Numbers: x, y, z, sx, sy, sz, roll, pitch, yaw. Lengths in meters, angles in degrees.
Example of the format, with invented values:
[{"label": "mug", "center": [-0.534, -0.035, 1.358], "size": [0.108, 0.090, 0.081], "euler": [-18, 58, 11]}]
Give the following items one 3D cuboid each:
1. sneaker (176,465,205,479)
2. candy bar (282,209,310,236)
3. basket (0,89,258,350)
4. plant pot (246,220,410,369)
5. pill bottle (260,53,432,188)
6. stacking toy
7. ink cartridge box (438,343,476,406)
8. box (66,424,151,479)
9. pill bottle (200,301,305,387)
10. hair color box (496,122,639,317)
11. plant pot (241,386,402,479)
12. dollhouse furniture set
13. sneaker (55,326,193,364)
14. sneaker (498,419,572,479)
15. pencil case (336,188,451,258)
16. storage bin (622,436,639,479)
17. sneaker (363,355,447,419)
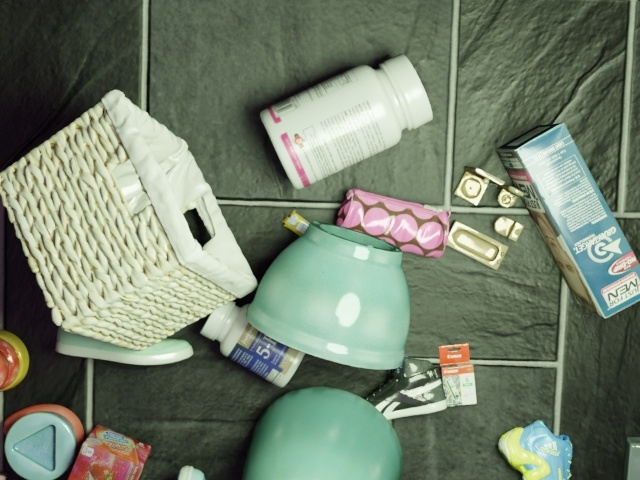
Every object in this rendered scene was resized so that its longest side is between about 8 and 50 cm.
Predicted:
[{"label": "sneaker", "center": [-0.169, 0.572, 1.867], "size": [0.208, 0.127, 0.318], "euler": [-4, 105, 0]}, {"label": "candy bar", "center": [0.000, 0.000, 1.872], "size": [0.161, 0.018, 0.040], "euler": [35, 90, -4]}, {"label": "basket", "center": [-0.321, -0.017, 1.674], "size": [0.266, 0.331, 0.328], "euler": [-31, 72, 7]}, {"label": "plant pot", "center": [0.036, 0.082, 1.736], "size": [0.293, 0.293, 0.196], "euler": [17, 98, -3]}, {"label": "pill bottle", "center": [0.048, -0.220, 1.783], "size": [0.283, 0.160, 0.160], "euler": [-25, 95, 1]}, {"label": "stacking toy", "center": [-0.620, 0.357, 1.828], "size": [0.279, 0.130, 0.309], "euler": [-39, 95, 1]}, {"label": "ink cartridge box", "center": [0.264, 0.260, 1.898], "size": [0.063, 0.029, 0.115], "euler": [-6, 96, -1]}, {"label": "box", "center": [-0.426, 0.496, 1.847], "size": [0.123, 0.128, 0.256], "euler": [23, 94, -4]}, {"label": "pill bottle", "center": [-0.125, 0.184, 1.838], "size": [0.187, 0.112, 0.112], "euler": [30, 93, -4]}, {"label": "hair color box", "center": [0.462, -0.040, 1.806], "size": [0.105, 0.174, 0.347], "euler": [-30, 95, 2]}, {"label": "plant pot", "center": [-0.010, 0.445, 1.762], "size": [0.293, 0.235, 0.292], "euler": [3, 109, 10]}, {"label": "dollhouse furniture set", "center": [0.309, -0.038, 1.826], "size": [0.144, 0.123, 0.151], "euler": [27, 94, -4]}, {"label": "sneaker", "center": [-0.361, 0.149, 1.837], "size": [0.256, 0.094, 0.151], "euler": [7, 92, -4]}, {"label": "sneaker", "center": [0.455, 0.452, 1.891], "size": [0.126, 0.091, 0.240], "euler": [-36, 94, 1]}, {"label": "pencil case", "center": [0.137, -0.037, 1.839], "size": [0.209, 0.095, 0.098], "euler": [12, 125, -3]}, {"label": "storage bin", "center": [0.639, 0.444, 1.900], "size": [0.091, 0.098, 0.135], "euler": [3, 95, 8]}, {"label": "sneaker", "center": [0.126, 0.281, 1.880], "size": [0.217, 0.079, 0.121], "euler": [-10, 84, 0]}]
